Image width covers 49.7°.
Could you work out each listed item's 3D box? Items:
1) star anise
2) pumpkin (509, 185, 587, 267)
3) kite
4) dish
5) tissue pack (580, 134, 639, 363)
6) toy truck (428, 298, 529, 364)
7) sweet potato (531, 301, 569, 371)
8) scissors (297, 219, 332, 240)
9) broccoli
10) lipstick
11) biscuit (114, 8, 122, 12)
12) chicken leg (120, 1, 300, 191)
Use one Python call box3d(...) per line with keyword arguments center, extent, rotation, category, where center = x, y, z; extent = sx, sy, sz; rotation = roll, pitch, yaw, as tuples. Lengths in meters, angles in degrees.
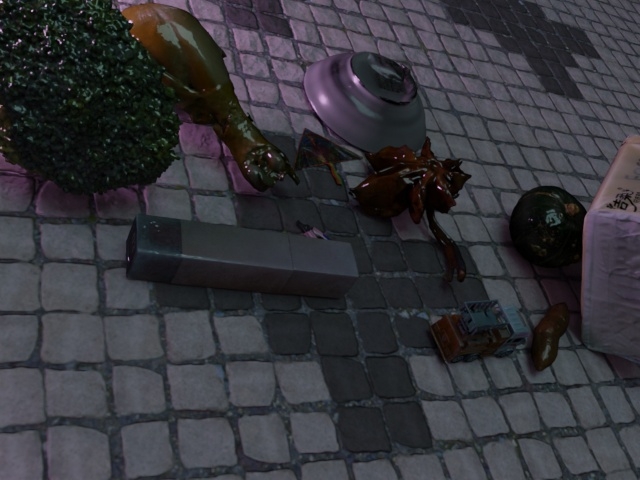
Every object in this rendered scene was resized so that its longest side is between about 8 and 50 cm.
box3d(center=(0.194, -0.071, 1.354), extent=(0.237, 0.148, 0.346), rotation=(-25, 70, -18), category="star anise")
box3d(center=(0.495, -0.028, 1.483), extent=(0.190, 0.146, 0.191), rotation=(6, 73, -20), category="pumpkin")
box3d(center=(0.007, -0.175, 1.417), extent=(0.190, 0.010, 0.159), rotation=(-16, 64, -38), category="kite")
box3d(center=(0.123, -0.335, 1.552), extent=(0.316, 0.106, 0.317), rotation=(16, 47, -18), category="dish")
box3d(center=(0.682, 0.005, 1.434), extent=(0.205, 0.332, 0.405), rotation=(9, 33, 31), category="tissue pack")
box3d(center=(0.298, 0.156, 1.233), extent=(0.177, 0.115, 0.080), rotation=(0, 54, -33), category="toy truck")
box3d(center=(0.450, 0.175, 1.347), extent=(0.218, 0.051, 0.065), rotation=(-47, 125, -45), category="sweet potato")
box3d(center=(0.000, 0.000, 1.262), extent=(0.113, 0.012, 0.039), rotation=(43, 45, 9), category="scissors")
box3d(center=(-0.396, -0.218, 1.054), extent=(0.375, 0.302, 0.249), rotation=(46, 63, -23), category="broccoli")
box3d(center=(-0.120, 0.031, 1.120), extent=(0.371, 0.076, 0.080), rotation=(7, 50, -26), category="lipstick")
box3d(center=(-0.366, -0.358, 1.327), extent=(0.121, 0.040, 0.200), rotation=(21, 45, -20), category="biscuit")
box3d(center=(-0.198, -0.249, 1.241), extent=(0.429, 0.152, 0.201), rotation=(51, 13, -3), category="chicken leg")
